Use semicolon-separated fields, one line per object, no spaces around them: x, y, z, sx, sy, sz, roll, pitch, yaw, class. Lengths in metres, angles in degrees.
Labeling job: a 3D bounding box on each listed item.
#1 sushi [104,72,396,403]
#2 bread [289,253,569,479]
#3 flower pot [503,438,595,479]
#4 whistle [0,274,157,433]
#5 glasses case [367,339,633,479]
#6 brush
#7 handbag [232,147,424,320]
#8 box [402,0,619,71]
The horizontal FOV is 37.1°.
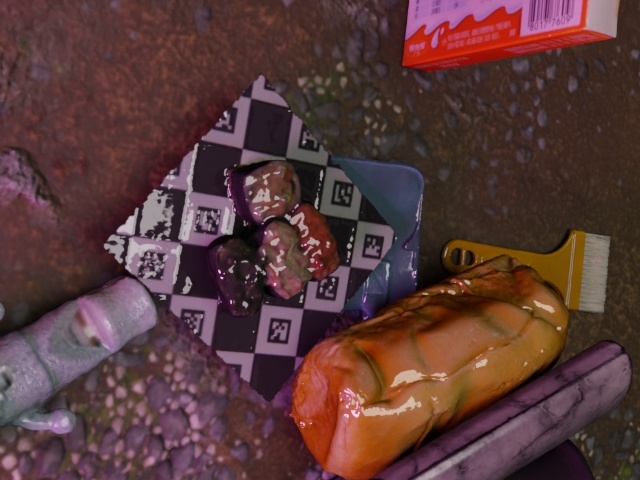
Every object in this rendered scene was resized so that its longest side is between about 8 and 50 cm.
-0.041;0.003;0.882;0.220;0.047;0.231;-51;118;-17;sushi
0.116;0.128;0.975;0.294;0.167;0.132;-22;62;-31;bread
0.187;0.323;1.030;0.148;0.235;0.235;5;89;-11;flower pot
-0.286;0.131;0.771;0.142;0.134;0.346;43;51;17;whistle
0.179;0.199;0.946;0.299;0.060;0.114;-26;145;-22;glasses case
0.254;0.030;1.155;0.272;0.013;0.103;7;88;-31;brush
0.000;0.000;0.972;0.229;0.062;0.179;1;95;-32;handbag
0.190;-0.314;0.950;0.048;0.273;0.265;7;90;-31;box
